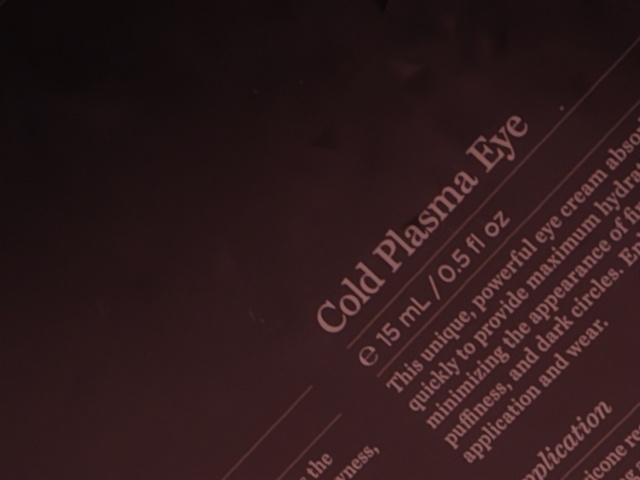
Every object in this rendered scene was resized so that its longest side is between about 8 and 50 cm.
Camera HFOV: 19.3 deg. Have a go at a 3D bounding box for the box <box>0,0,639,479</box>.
[{"bbox_3d":[0.000,0.000,0.680,0.312,0.179,0.343,44,106,2],"label":"box"}]
